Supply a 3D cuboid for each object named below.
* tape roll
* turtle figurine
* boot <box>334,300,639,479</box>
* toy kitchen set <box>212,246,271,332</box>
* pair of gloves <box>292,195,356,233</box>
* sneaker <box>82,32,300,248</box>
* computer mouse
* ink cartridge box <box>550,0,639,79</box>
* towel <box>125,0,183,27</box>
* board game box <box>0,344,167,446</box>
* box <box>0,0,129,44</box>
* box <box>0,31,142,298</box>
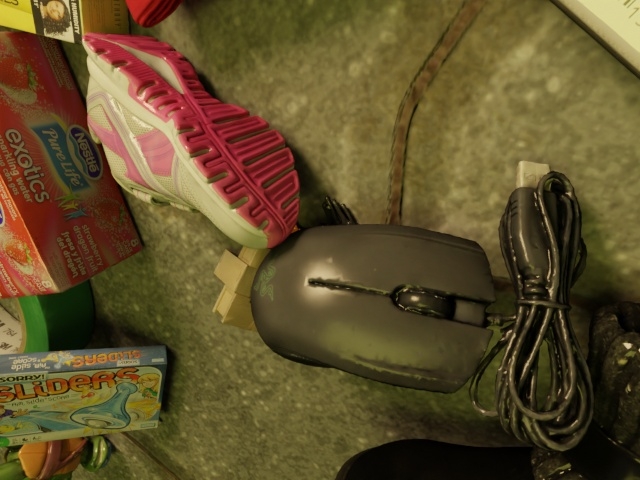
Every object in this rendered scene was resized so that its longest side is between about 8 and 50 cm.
[{"bbox_3d":[-0.477,0.056,0.650,0.322,0.077,0.320,10,116,21],"label":"tape roll"},{"bbox_3d":[-0.394,0.304,0.630,0.275,0.266,0.197,22,88,48],"label":"turtle figurine"},{"bbox_3d":[0.177,0.168,0.342,0.348,0.131,0.260,4,121,13],"label":"boot"},{"bbox_3d":[-0.067,0.047,0.478,0.068,0.075,0.083,24,88,57],"label":"toy kitchen set"},{"bbox_3d":[0.000,0.000,0.431,0.083,0.010,0.074,-20,102,31],"label":"pair of gloves"},{"bbox_3d":[-0.120,-0.075,0.404,0.252,0.103,0.111,45,130,18],"label":"sneaker"},{"bbox_3d":[0.045,0.036,0.340,0.273,0.072,0.188,-2,70,31],"label":"computer mouse"},{"bbox_3d":[0.189,-0.243,0.197,0.296,0.066,0.261,44,123,2],"label":"ink cartridge box"},{"bbox_3d":[-0.132,-0.313,0.288,0.199,0.031,0.274,-16,105,42],"label":"towel"},{"bbox_3d":[-0.309,0.198,0.578,0.035,0.201,0.136,-120,40,-49],"label":"board game box"},{"bbox_3d":[-0.295,-0.253,0.434,0.233,0.058,0.087,20,120,17],"label":"box"},{"bbox_3d":[-0.323,-0.076,0.487,0.128,0.123,0.256,-8,108,29],"label":"box"}]
